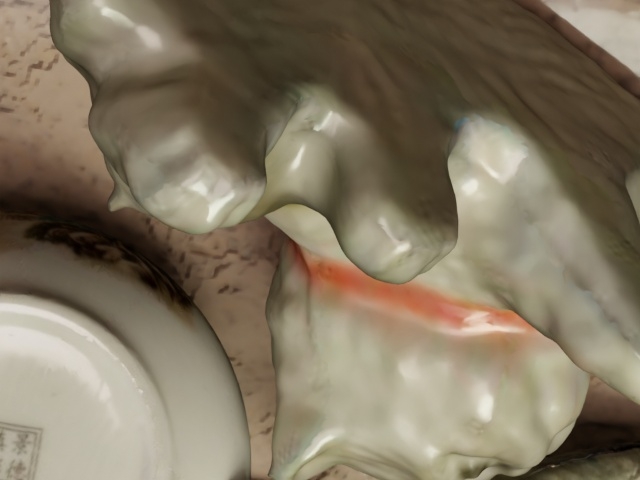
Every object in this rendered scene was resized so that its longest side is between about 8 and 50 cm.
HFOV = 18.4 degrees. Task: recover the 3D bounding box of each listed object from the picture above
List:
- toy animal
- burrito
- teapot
[{"bbox_3d":[0.000,0.000,0.726,0.188,0.308,0.266,-36,89,33],"label":"toy animal"},{"bbox_3d":[0.091,0.118,0.844,0.188,0.058,0.045,-13,77,-33],"label":"burrito"},{"bbox_3d":[-0.122,0.094,0.810,0.298,0.139,0.204,19,80,-8],"label":"teapot"}]
